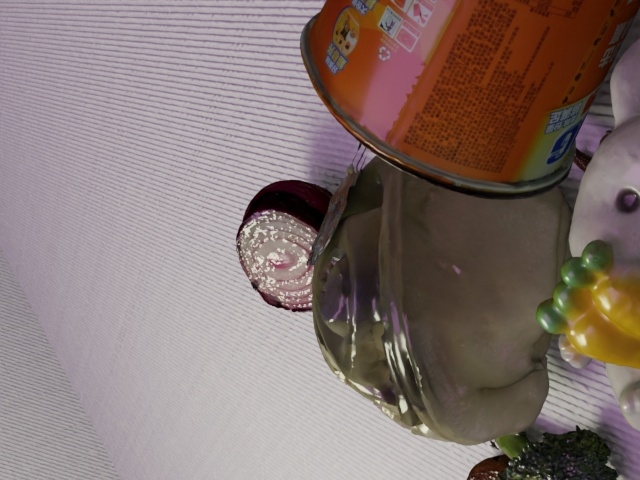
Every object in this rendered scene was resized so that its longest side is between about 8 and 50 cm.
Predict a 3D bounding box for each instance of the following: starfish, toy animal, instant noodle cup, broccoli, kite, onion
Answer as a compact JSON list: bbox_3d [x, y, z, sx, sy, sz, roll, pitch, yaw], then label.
[{"bbox_3d":[0.280,-0.069,0.936,0.078,0.028,0.091,26,127,40],"label":"starfish"},{"bbox_3d":[0.302,0.002,0.765,0.182,0.247,0.310,2,127,39],"label":"toy animal"},{"bbox_3d":[0.149,-0.211,0.832,0.296,0.296,0.214,51,136,26],"label":"instant noodle cup"},{"bbox_3d":[0.258,0.259,1.108,0.118,0.122,0.204,53,169,-17],"label":"broccoli"},{"bbox_3d":[0.036,-0.072,1.038,0.127,0.016,0.229,-104,39,-74],"label":"kite"},{"bbox_3d":[0.000,0.000,1.323,0.218,0.140,0.195,-5,115,22],"label":"onion"}]

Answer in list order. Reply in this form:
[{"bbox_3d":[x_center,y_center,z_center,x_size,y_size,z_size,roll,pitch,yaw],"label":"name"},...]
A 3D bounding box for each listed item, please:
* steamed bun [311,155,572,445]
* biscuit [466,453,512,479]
[{"bbox_3d":[0.110,0.068,1.065,0.352,0.247,0.339,28,127,48],"label":"steamed bun"},{"bbox_3d":[0.265,0.361,1.209,0.192,0.049,0.192,33,138,35],"label":"biscuit"}]
